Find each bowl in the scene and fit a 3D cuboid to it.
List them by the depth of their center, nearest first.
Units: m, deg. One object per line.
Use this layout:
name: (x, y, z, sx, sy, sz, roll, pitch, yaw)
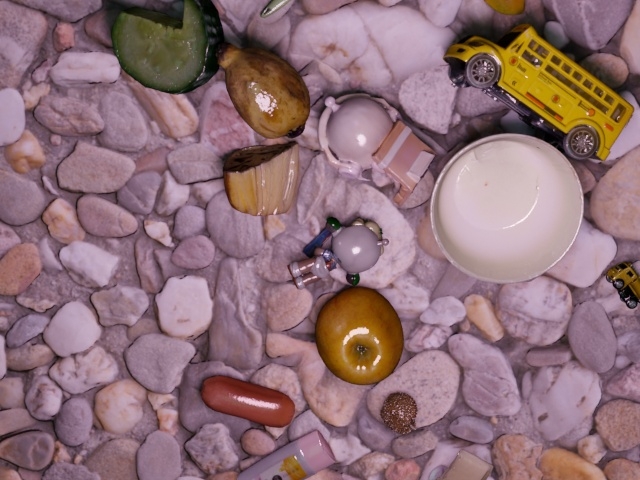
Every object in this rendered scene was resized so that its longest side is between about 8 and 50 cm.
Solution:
bowl: (0.330, -0.070, 1.699, 0.277, 0.145, 0.277, 0, 106, -1)

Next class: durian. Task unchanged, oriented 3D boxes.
durian: (0.162, 0.346, 1.843, 0.091, 0.080, 0.080, 38, 107, 36)

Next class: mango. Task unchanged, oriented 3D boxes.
mango: (0.311, -0.480, 1.634, 0.101, 0.066, 0.187, -25, 112, 8)

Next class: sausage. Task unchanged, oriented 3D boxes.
sausage: (-0.145, 0.321, 1.845, 0.194, 0.077, 0.077, 17, 104, -3)

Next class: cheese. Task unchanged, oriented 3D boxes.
cheese: (0.215, 0.585, 1.898, 0.085, 0.034, 0.400, 26, 114, -12)

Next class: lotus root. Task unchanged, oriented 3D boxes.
lotus root: (-0.103, -0.269, 1.642, 0.138, 0.138, 0.214, -44, 122, 11)
lotus root: (-0.121, -0.114, 1.726, 0.159, 0.095, 0.135, -14, 116, -37)

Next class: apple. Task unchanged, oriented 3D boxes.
apple: (0.075, 0.186, 1.762, 0.182, 0.155, 0.182, 1, 109, 4)

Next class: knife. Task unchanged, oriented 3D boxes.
knife: (-0.030, -0.472, 1.663, 0.207, 0.014, 0.030, -38, 102, 8)

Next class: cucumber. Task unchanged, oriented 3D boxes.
cucumber: (-0.267, -0.347, 1.648, 0.191, 0.130, 0.191, 1, 100, 6)

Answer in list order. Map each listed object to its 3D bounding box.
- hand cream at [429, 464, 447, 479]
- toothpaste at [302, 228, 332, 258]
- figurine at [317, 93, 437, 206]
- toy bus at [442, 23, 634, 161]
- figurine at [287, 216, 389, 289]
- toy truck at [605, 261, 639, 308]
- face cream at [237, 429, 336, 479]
hand cream: (0.297, 0.536, 1.915, 0.076, 0.047, 0.174, -39, 108, 12)
toothpaste: (0.000, 0.000, 1.785, 0.027, 0.019, 0.083, 36, 105, -33)
figurine: (0.096, -0.176, 1.691, 0.236, 0.141, 0.162, 34, 74, -5)
toy bus: (0.384, -0.275, 1.644, 0.330, 0.144, 0.152, 33, 95, -10)
figurine: (0.034, 0.026, 1.751, 0.197, 0.093, 0.147, -20, 112, 3)
toy truck: (0.593, 0.083, 1.786, 0.054, 0.049, 0.083, -36, 103, 8)
face cream: (-0.071, 0.465, 1.889, 0.198, 0.057, 0.084, -30, 103, 9)
